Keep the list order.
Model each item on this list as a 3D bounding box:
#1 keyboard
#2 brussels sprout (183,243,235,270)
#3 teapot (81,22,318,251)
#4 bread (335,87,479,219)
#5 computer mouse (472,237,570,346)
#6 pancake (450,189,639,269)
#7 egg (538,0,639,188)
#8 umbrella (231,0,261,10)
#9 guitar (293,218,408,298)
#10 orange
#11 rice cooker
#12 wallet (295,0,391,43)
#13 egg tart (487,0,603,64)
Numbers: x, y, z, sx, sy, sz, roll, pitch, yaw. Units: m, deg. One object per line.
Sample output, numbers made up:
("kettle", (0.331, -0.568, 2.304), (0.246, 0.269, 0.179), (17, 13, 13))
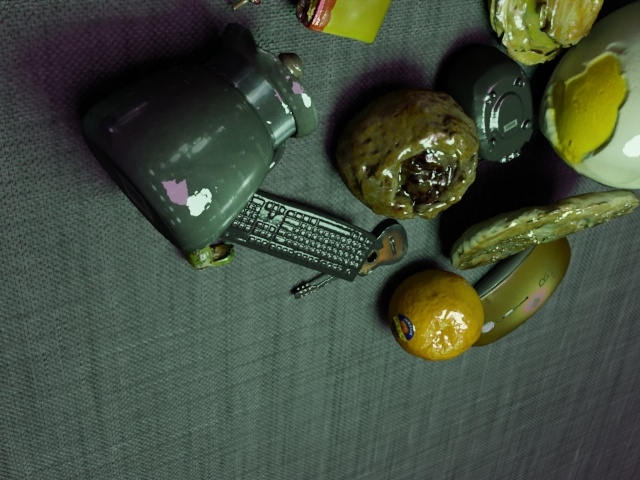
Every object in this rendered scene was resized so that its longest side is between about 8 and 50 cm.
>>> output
("keyboard", (0.006, 0.007, 1.375), (0.381, 0.041, 0.103), (17, 110, -37))
("brussels sprout", (-0.171, 0.022, 1.278), (0.083, 0.046, 0.051), (14, 131, -43))
("teapot", (-0.117, -0.124, 1.098), (0.285, 0.223, 0.305), (-42, 132, -13))
("bread", (0.142, -0.126, 1.301), (0.230, 0.123, 0.230), (-4, 130, -5))
("computer mouse", (0.402, 0.102, 1.730), (0.310, 0.072, 0.158), (-43, 134, -1))
("pancake", (0.403, -0.024, 1.517), (0.356, 0.065, 0.356), (-15, 172, -2))
("egg", (0.543, -0.253, 1.426), (0.283, 0.283, 0.345), (29, 98, -44))
("umbrella", (-0.049, -0.352, 1.111), (0.165, 0.025, 0.027), (-39, 118, -9))
("guitar", (0.054, 0.042, 1.468), (0.233, 0.025, 0.088), (-28, 132, -15))
("orange", (0.214, 0.138, 1.556), (0.178, 0.155, 0.177), (3, 107, 9))
("rice cooker", (0.274, -0.217, 1.372), (0.142, 0.118, 0.203), (-31, 130, -14))
("wallet", (0.064, -0.389, 1.122), (0.141, 0.067, 0.241), (-4, 124, -45))
("egg tart", (0.374, -0.389, 1.333), (0.241, 0.106, 0.241), (-20, 129, -27))
